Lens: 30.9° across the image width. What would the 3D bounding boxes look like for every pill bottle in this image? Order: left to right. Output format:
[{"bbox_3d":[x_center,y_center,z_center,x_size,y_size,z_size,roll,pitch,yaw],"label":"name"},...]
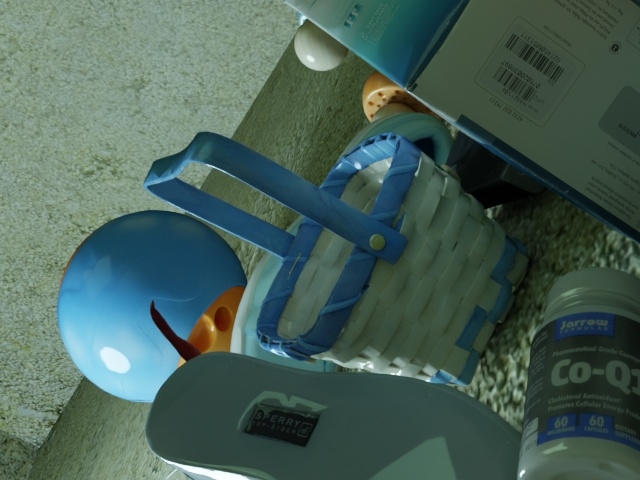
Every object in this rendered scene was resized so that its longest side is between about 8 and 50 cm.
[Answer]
[{"bbox_3d":[0.156,0.086,0.655,0.078,0.078,0.137,-49,18,44],"label":"pill bottle"}]

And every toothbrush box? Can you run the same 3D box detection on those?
[{"bbox_3d":[0.124,-0.140,0.823,0.126,0.216,0.295,-56,26,10],"label":"toothbrush box"}]

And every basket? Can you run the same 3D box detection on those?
[{"bbox_3d":[0.000,0.000,0.960,0.201,0.289,0.255,-68,17,-7],"label":"basket"}]

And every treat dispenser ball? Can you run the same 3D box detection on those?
[{"bbox_3d":[-0.247,0.098,1.730,0.288,0.288,0.288,-56,14,21],"label":"treat dispenser ball"}]

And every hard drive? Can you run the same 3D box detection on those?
[{"bbox_3d":[0.194,-0.144,1.048,0.255,0.054,0.172,-65,13,-14],"label":"hard drive"}]

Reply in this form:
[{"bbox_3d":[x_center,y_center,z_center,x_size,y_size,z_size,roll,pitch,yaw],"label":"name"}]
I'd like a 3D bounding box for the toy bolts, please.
[{"bbox_3d":[0.082,-0.221,1.288,0.218,0.228,0.158,-34,29,49],"label":"toy bolts"}]

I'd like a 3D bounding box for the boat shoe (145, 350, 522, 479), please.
[{"bbox_3d":[0.036,0.183,0.810,0.367,0.156,0.136,5,59,45],"label":"boat shoe"}]

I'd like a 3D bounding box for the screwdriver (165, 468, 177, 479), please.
[{"bbox_3d":[-0.204,0.330,1.678,0.170,0.024,0.025,126,138,-55],"label":"screwdriver"}]

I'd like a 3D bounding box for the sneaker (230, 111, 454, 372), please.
[{"bbox_3d":[0.021,0.019,1.196,0.366,0.135,0.150,-64,10,-6],"label":"sneaker"}]

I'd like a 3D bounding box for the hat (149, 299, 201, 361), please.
[{"bbox_3d":[-0.146,0.195,1.354,0.173,0.183,0.208,-63,13,-5],"label":"hat"}]
